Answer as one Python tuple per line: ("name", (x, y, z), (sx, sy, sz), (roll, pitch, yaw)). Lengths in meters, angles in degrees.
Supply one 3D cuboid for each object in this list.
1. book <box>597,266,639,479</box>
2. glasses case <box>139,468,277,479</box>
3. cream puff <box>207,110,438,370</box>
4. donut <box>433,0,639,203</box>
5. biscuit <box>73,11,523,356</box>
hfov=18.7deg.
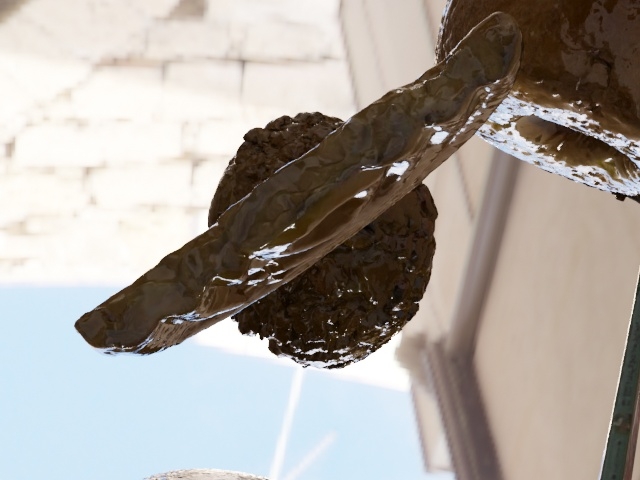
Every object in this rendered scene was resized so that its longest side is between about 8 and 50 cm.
("book", (0.217, 0.147, 1.403), (0.025, 0.215, 0.283), (9, -136, 11))
("glasses case", (-0.065, 0.182, 1.110), (0.122, 0.082, 0.321), (13, -177, 9))
("cream puff", (0.000, 0.000, 1.215), (0.150, 0.115, 0.165), (-29, -81, -2))
("donut", (0.226, -0.137, 1.546), (0.299, 0.317, 0.150), (19, -98, 33))
("biscuit", (-0.002, -0.013, 0.854), (0.224, 0.144, 0.033), (-35, -98, -1))
